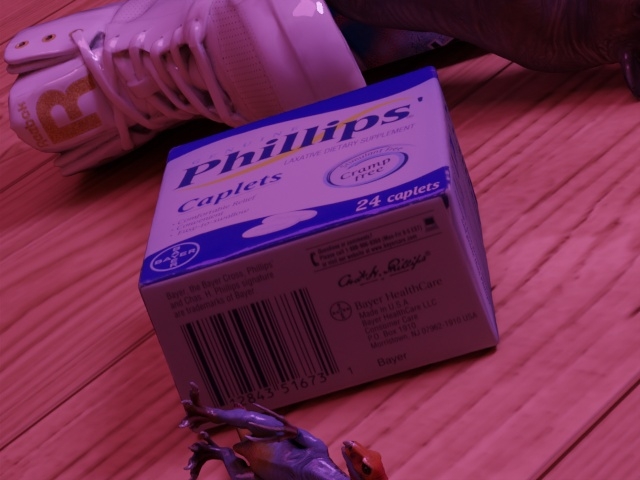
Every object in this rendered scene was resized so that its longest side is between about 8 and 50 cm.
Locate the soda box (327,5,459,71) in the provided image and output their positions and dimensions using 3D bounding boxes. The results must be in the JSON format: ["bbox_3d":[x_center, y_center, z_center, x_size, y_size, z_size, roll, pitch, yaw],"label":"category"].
[{"bbox_3d":[0.092,-0.145,1.007,0.183,0.058,0.063,-17,12,11],"label":"soda box"}]

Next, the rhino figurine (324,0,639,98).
[{"bbox_3d":[0.093,-0.133,0.904,0.243,0.106,0.073,20,37,27],"label":"rhino figurine"}]

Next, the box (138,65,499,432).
[{"bbox_3d":[0.000,0.000,0.763,0.126,0.072,0.137,-17,23,8],"label":"box"}]

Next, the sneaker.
[{"bbox_3d":[-0.075,-0.077,0.967,0.169,0.108,0.292,-25,14,-6],"label":"sneaker"}]

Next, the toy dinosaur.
[{"bbox_3d":[-0.009,0.072,0.660,0.082,0.047,0.090,9,23,19],"label":"toy dinosaur"}]
